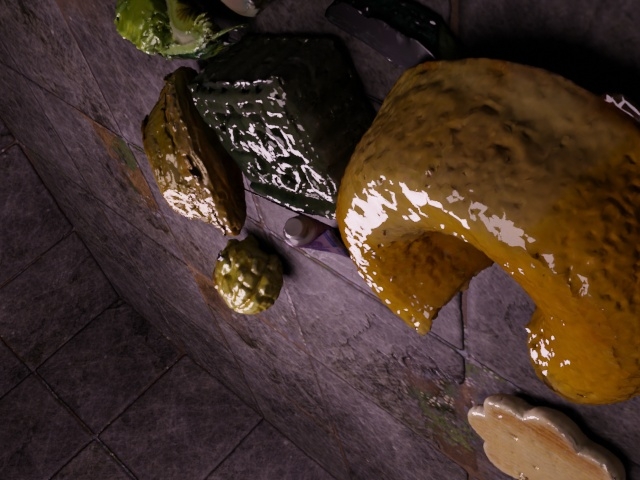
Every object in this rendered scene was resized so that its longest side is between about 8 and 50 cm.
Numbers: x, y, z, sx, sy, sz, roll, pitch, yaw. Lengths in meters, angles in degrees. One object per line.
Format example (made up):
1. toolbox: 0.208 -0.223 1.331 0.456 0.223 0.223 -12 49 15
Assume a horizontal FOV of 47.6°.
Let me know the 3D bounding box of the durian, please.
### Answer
1. durian: -0.231 -0.331 1.054 0.107 0.132 0.375 35 179 -42

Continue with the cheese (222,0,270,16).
1. cheese: -0.127 -0.358 0.909 0.171 0.047 0.092 51 156 -10

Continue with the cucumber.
1. cucumber: 0.088 -0.220 0.775 0.220 0.046 0.070 35 148 21

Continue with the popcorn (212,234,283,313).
1. popcorn: -0.158 0.074 1.567 0.173 0.142 0.173 168 90 -71

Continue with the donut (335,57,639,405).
1. donut: 0.177 -0.004 0.758 0.435 0.163 0.377 23 156 45

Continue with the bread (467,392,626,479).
1. bread: 0.384 0.366 1.206 0.316 0.054 0.316 36 155 20

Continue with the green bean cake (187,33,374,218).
1. green bean cake: -0.039 -0.150 1.003 0.241 0.132 0.255 16 144 45

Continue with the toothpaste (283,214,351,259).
1. toothpaste: 0.000 0.000 1.148 0.075 0.048 0.301 11 176 15

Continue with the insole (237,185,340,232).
1. insole: -0.031 -0.043 1.176 0.232 0.003 0.080 24 -177 -22

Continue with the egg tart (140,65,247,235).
1. egg tart: -0.208 -0.135 1.177 0.294 0.123 0.293 -18 -90 -86
